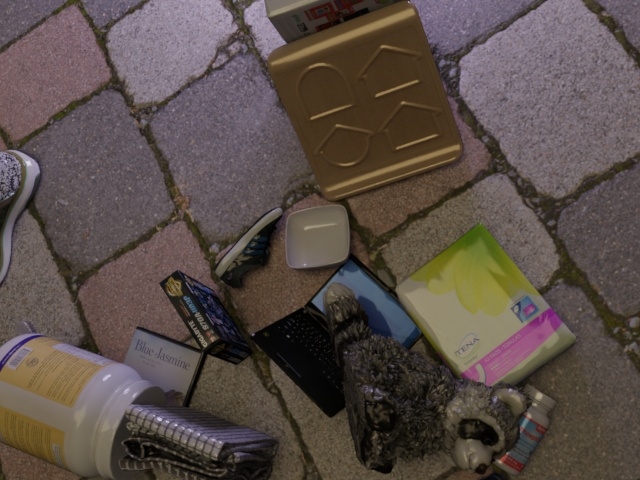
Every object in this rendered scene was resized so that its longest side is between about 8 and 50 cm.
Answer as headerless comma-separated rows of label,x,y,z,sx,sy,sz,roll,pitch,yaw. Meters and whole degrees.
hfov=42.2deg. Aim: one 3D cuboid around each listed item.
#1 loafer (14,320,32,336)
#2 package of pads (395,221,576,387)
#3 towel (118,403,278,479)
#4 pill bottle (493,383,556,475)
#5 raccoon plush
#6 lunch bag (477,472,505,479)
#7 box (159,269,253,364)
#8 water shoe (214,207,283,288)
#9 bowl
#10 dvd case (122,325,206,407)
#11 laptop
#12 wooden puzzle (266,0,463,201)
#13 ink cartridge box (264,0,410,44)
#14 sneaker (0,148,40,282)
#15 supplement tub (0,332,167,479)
loafer,-0.678,0.249,1.934,0.045,0.039,0.125,-19,74,-23
package of pads,0.313,0.148,1.626,0.229,0.101,0.296,-37,71,3
towel,-0.237,0.417,1.636,0.235,0.283,0.121,15,84,20
pill bottle,0.377,0.356,1.572,0.087,0.087,0.160,32,89,20
raccoon plush,0.193,0.228,1.527,0.299,0.216,0.446,-8,59,-9
lunch bag,0.332,0.490,1.570,0.067,0.065,0.098,-48,71,19
box,-0.232,0.163,1.720,0.051,0.220,0.175,-36,72,1
water shoe,-0.141,0.017,1.816,0.080,0.073,0.203,44,93,-7
bowl,0.000,0.000,1.765,0.142,0.053,0.142,-9,63,16
dvd case,-0.371,0.336,1.829,0.180,0.022,0.253,17,84,19
laptop,0.041,0.185,1.679,0.234,0.264,0.136,42,129,20
wooden puzzle,0.097,-0.287,1.735,0.322,0.080,0.348,-18,112,14
ink cartridge box,0.051,-0.491,1.729,0.272,0.309,0.130,-15,75,12
sneaker,-0.820,-0.043,1.955,0.158,0.182,0.410,15,83,18
supplement tub,-0.515,0.348,1.729,0.331,0.241,0.241,16,83,18
